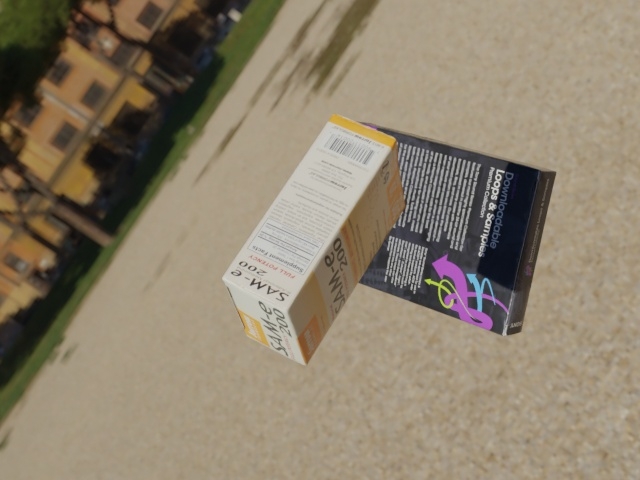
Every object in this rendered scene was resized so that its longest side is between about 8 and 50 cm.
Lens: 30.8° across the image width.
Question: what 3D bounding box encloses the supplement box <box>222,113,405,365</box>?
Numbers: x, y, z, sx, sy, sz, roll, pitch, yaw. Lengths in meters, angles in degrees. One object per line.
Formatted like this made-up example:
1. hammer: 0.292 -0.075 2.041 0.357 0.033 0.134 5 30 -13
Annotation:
1. supplement box: 0.000 0.000 0.537 0.098 0.036 0.062 -57 -22 -20

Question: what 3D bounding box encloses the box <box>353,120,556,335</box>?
1. box: 0.080 -0.012 0.819 0.029 0.162 0.116 -4 -71 -50
